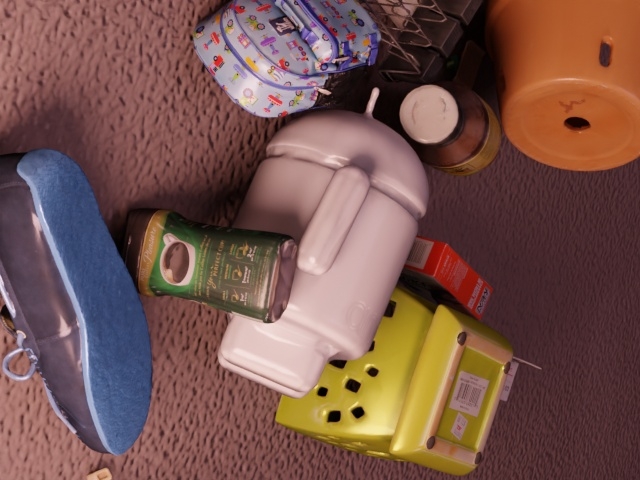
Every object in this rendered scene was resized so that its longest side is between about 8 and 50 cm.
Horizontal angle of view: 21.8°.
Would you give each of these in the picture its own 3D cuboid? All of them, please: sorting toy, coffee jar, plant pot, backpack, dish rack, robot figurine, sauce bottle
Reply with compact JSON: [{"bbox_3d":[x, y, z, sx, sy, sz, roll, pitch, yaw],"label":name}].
[{"bbox_3d":[0.196,-0.243,2.276,0.083,0.012,0.062,27,84,-59],"label":"sorting toy"},{"bbox_3d":[-0.123,0.024,1.760,0.079,0.184,0.096,-12,114,-72],"label":"coffee jar"},{"bbox_3d":[0.109,0.175,2.136,0.228,0.207,0.227,28,80,-55],"label":"plant pot"},{"bbox_3d":[0.351,-0.228,2.215,0.291,0.291,0.203,57,38,-49],"label":"plant pot"},{"bbox_3d":[-0.043,-0.216,1.805,0.173,0.158,0.117,-19,159,-46],"label":"backpack"},{"bbox_3d":[0.108,-0.327,1.984,0.208,0.074,0.271,-59,142,-12],"label":"dish rack"},{"bbox_3d":[0.000,0.000,1.914,0.300,0.200,0.353,136,-23,-78],"label":"robot figurine"},{"bbox_3d":[0.157,-0.143,2.075,0.344,0.111,0.111,9,95,-77],"label":"sauce bottle"}]

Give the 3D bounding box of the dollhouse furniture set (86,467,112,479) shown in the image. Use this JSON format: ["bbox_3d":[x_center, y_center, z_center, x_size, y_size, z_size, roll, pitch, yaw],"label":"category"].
[{"bbox_3d":[-0.271,0.315,1.813,0.114,0.091,0.081,-20,164,-26],"label":"dollhouse furniture set"}]

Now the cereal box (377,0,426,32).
[{"bbox_3d":[0.117,-0.372,2.078,0.173,0.047,0.240,-63,146,-14],"label":"cereal box"}]

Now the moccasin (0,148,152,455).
[{"bbox_3d":[-0.256,0.056,1.646,0.137,0.117,0.342,-50,136,-52],"label":"moccasin"}]

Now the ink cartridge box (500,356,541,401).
[{"bbox_3d":[0.199,0.172,2.287,0.104,0.181,0.061,25,82,-56],"label":"ink cartridge box"}]

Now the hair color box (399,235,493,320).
[{"bbox_3d":[0.157,0.047,2.259,0.167,0.093,0.053,39,71,-54],"label":"hair color box"}]
